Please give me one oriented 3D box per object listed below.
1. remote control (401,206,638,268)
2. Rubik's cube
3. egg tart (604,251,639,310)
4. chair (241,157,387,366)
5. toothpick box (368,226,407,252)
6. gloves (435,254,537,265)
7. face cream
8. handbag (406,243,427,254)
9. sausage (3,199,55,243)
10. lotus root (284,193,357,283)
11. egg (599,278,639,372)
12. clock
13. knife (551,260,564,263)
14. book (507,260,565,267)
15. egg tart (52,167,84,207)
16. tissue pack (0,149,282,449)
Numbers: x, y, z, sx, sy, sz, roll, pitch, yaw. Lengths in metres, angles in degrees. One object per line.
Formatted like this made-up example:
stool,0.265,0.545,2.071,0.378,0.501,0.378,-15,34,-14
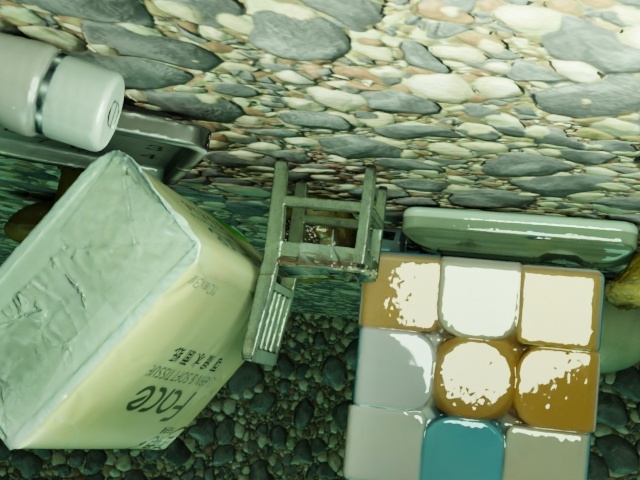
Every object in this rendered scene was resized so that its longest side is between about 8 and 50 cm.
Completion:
remote control,0.292,-0.002,1.373,0.335,0.065,0.128,5,168,16
Rubik's cube,0.241,0.202,1.442,0.347,0.344,0.346,6,177,10
egg tart,0.576,0.063,1.437,0.291,0.107,0.291,4,175,0
chair,0.001,0.039,1.228,0.147,0.270,0.136,6,169,13
toothpick box,0.102,0.001,1.595,0.083,0.052,0.052,2,170,21
gloves,0.254,0.101,1.734,0.331,0.154,0.141,-1,-164,31
face cream,-0.345,-0.164,0.871,0.314,0.089,0.143,16,171,-3
handbag,0.128,0.022,1.695,0.139,0.072,0.115,-4,174,-10
sausage,-0.440,-0.018,1.738,0.354,0.116,0.134,8,-174,15
lotus root,0.000,0.000,1.415,0.138,0.138,0.214,3,175,28
egg,0.547,0.167,1.822,0.253,0.186,0.186,4,171,0
clock,-0.286,-0.129,1.119,0.273,0.049,0.279,10,171,-17
knife,0.423,0.028,1.631,0.027,0.010,0.096,6,169,13
book,0.414,0.070,1.854,0.160,0.024,0.228,2,169,18
egg tart,-0.321,-0.024,1.413,0.215,0.171,0.215,19,165,5
tissue pack,-0.240,0.105,1.228,0.205,0.332,0.405,44,-179,20
